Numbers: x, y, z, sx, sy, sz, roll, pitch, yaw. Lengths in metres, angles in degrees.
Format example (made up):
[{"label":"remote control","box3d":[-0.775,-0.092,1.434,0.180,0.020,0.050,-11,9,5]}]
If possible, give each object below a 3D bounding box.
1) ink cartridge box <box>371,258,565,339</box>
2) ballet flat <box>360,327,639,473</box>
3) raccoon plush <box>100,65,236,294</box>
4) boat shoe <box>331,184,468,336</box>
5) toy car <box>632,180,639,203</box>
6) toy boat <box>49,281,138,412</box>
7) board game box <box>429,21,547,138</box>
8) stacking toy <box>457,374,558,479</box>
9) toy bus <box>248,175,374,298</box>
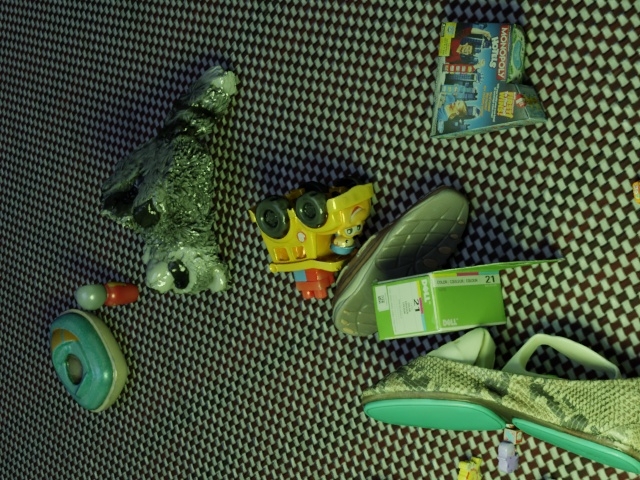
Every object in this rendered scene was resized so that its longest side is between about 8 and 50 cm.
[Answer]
[{"label":"ink cartridge box","box3d":[0.238,0.093,1.753,0.255,0.188,0.097,-13,82,43]},{"label":"ballet flat","box3d":[0.298,0.227,1.697,0.482,0.164,0.182,5,67,33]},{"label":"raccoon plush","box3d":[-0.231,-0.092,2.256,0.446,0.299,0.216,-48,37,-4]},{"label":"boat shoe","box3d":[0.124,0.020,1.909,0.324,0.123,0.116,-47,29,19]},{"label":"toy car","box3d":[0.485,-0.112,1.614,0.060,0.040,0.122,12,100,43]},{"label":"toy boat","box3d":[-0.533,0.219,2.521,0.267,0.148,0.318,46,121,33]},{"label":"board game box","box3d":[0.280,-0.253,1.793,0.194,0.060,0.194,12,100,42]},{"label":"stacking toy","box3d":[0.306,0.312,1.791,0.167,0.052,0.221,6,95,43]},{"label":"toy bus","box3d":[0.000,0.000,2.022,0.220,0.149,0.212,-8,99,41]}]
